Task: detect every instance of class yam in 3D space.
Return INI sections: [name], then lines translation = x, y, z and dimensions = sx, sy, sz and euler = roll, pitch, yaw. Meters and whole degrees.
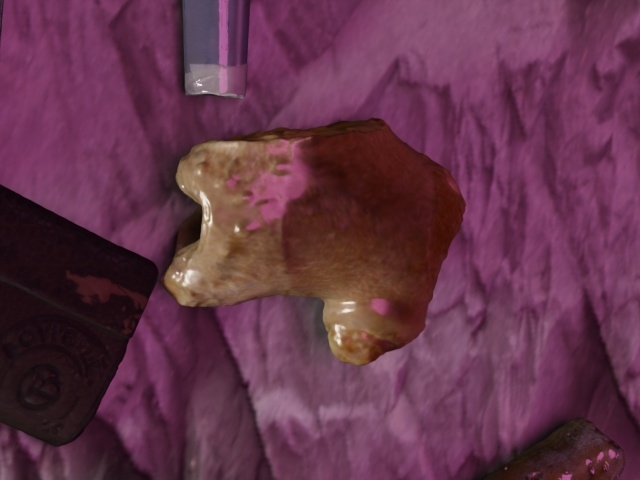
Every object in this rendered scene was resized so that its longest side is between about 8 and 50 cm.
[yam]
translation = 0.189, 0.229, 1.605
dimensions = 0.179, 0.078, 0.078
euler = -29, 104, -22

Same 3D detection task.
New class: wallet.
[wallet]
translation = -0.279, 0.034, 1.356
dimensions = 0.321, 0.044, 0.170
euler = 30, 87, -37

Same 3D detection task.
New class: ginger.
[ginger]
translation = 0.000, 0.000, 1.484
dimensions = 0.276, 0.130, 0.221
euler = -16, 108, -18

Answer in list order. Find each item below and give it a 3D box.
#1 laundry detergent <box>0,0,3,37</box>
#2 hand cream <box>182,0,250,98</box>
[laundry detergent]
translation = -0.293, -0.128, 1.372
dimensions = 0.099, 0.070, 0.225
euler = 2, 92, -47
[hand cream]
translation = -0.084, -0.246, 1.478
dimensions = 0.079, 0.048, 0.255
euler = 1, 89, -30
